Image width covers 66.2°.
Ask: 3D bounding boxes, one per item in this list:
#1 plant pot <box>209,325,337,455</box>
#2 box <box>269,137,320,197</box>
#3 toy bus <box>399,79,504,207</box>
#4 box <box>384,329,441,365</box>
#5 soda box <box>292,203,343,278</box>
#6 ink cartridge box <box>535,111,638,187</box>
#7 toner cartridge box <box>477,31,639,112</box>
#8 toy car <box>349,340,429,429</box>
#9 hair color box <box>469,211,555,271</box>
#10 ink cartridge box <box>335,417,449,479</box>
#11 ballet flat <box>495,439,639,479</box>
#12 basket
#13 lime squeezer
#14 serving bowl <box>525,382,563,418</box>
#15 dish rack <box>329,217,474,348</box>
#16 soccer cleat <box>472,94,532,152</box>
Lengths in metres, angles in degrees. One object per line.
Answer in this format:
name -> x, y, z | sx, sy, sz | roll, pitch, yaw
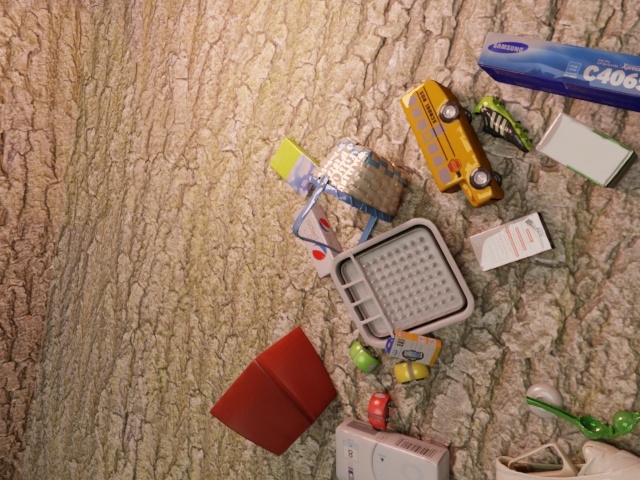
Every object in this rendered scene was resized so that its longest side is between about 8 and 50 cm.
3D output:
plant pot -> -0.114, 0.460, 1.457 | 0.236, 0.267, 0.267 | 44, 115, 12
box -> -0.070, -0.223, 1.515 | 0.178, 0.042, 0.109 | 45, 115, 24
toy bus -> 0.326, -0.232, 1.214 | 0.130, 0.108, 0.333 | -28, 77, 31
box -> 0.239, 0.280, 1.288 | 0.136, 0.028, 0.081 | 14, 129, 5
soda box -> 0.000, 0.000, 1.463 | 0.074, 0.069, 0.216 | -33, 74, 31
ink cartridge box -> 0.551, -0.180, 1.009 | 0.153, 0.208, 0.087 | 40, 115, 27
toner cartridge box -> 0.529, -0.356, 1.042 | 0.347, 0.165, 0.075 | 25, 104, 30
toy car -> 0.155, 0.370, 1.366 | 0.225, 0.053, 0.239 | 42, 101, 32
hair color box -> 0.455, 0.005, 1.172 | 0.167, 0.053, 0.093 | -24, 78, 33
ink cartridge box -> 0.188, 0.715, 1.334 | 0.308, 0.091, 0.385 | 4, 97, 36
ballet flat -> 0.567, 0.510, 1.081 | 0.400, 0.139, 0.139 | -26, 78, 35
basket -> 0.080, -0.102, 1.308 | 0.201, 0.254, 0.289 | 31, 95, 44
lime squeezer -> 0.625, 0.376, 1.069 | 0.310, 0.059, 0.110 | -17, 85, 33
serving bowl -> 0.525, 0.380, 1.155 | 0.083, 0.027, 0.083 | 1, 91, 34
dish rack -> 0.214, 0.113, 1.300 | 0.332, 0.072, 0.286 | -28, 89, 31
soccer cleat -> 0.436, -0.268, 1.176 | 0.072, 0.060, 0.179 | -47, 61, 36
